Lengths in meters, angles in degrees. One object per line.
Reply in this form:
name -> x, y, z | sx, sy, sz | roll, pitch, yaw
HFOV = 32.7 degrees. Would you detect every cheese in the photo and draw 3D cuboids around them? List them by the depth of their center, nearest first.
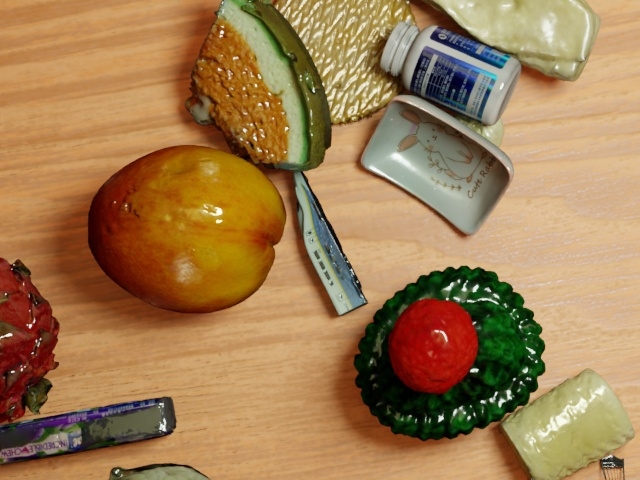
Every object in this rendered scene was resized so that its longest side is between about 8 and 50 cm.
cheese -> 0.354, 0.273, 1.575 | 0.167, 0.094, 0.123 | -29, 80, -1

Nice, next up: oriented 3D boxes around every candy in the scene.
candy -> -0.372, 0.286, 1.615 | 0.312, 0.088, 0.061 | -11, 81, 2

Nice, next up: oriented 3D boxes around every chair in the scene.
chair -> 0.428, 0.361, 1.593 | 0.037, 0.042, 0.086 | 2, 47, 2

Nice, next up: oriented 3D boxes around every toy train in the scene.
toy train -> 0.000, 0.000, 1.651 | 0.051, 0.052, 0.234 | -27, 82, 4

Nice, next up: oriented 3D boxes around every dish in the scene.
dish -> 0.183, -0.124, 1.626 | 0.212, 0.151, 0.077 | 34, 45, 7

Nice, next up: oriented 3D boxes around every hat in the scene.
hat -> 0.177, 0.157, 1.481 | 0.242, 0.332, 0.274 | 44, 89, 9

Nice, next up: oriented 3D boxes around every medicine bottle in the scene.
medicine bottle -> 0.190, -0.252, 1.611 | 0.191, 0.107, 0.107 | 25, 85, 12

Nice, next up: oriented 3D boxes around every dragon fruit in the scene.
dragon fruit -> -0.506, 0.130, 1.578 | 0.244, 0.244, 0.299 | -14, 88, 1

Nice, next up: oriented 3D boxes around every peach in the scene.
peach -> -0.193, -0.019, 1.555 | 0.281, 0.281, 0.238 | 10, 77, 4

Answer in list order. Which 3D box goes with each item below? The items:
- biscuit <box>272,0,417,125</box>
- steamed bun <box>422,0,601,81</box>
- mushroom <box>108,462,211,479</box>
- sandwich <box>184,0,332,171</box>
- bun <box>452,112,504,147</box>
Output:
biscuit -> 0.030, -0.305, 1.696 | 0.254, 0.035, 0.254 | 0, 84, 3
steamed bun -> 0.259, -0.444, 1.649 | 0.428, 0.189, 0.247 | 31, 114, 7
mushroom -> -0.194, 0.477, 1.527 | 0.247, 0.130, 0.344 | -7, 82, -28
sandwich -> -0.088, -0.217, 1.635 | 0.212, 0.109, 0.292 | -44, 78, 24
bun -> 0.238, -0.169, 1.658 | 0.086, 0.055, 0.086 | -1, 82, 4
